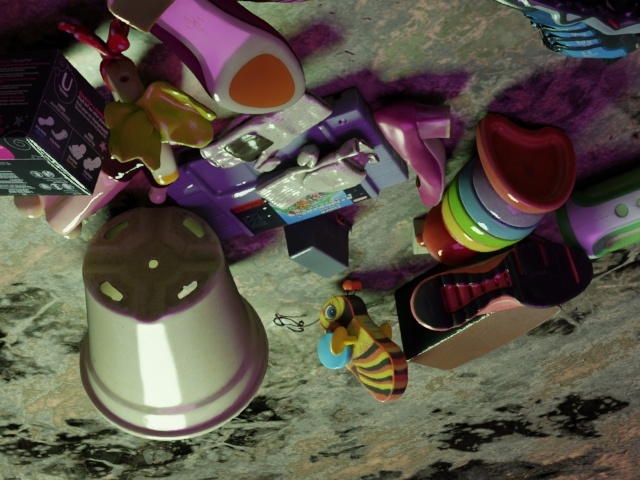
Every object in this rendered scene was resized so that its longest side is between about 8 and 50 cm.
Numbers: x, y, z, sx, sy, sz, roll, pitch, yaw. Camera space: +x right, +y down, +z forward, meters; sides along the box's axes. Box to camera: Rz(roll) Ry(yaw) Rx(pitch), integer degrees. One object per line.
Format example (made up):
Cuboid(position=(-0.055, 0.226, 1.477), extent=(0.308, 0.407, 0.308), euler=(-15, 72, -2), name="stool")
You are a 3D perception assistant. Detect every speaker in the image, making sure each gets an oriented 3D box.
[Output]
Cuboid(position=(0.552, -0.067, 1.997), extent=(0.297, 0.131, 0.131), euler=(-23, 144, 26), name="speaker")

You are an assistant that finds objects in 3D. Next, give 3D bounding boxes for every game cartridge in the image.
Cuboid(position=(-0.059, -0.109, 1.900), extent=(0.355, 0.068, 0.230), euler=(-17, 142, 18), name="game cartridge")

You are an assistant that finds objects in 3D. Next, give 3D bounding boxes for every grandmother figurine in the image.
Cuboid(position=(-0.314, -0.118, 1.800), extent=(0.208, 0.104, 0.342), euler=(25, 138, -31), name="grandmother figurine")

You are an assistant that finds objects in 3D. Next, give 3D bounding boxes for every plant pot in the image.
Cuboid(position=(-0.260, 0.117, 1.983), extent=(0.334, 0.333, 0.305), euler=(-4, 145, -2), name="plant pot")

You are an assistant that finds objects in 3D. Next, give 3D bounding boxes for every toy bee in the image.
Cuboid(position=(0.052, 0.165, 2.246), extent=(0.298, 0.195, 0.162), euler=(27, 107, 10), name="toy bee")

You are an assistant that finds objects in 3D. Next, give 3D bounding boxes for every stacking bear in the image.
Cuboid(position=(0.268, -0.055, 1.954), extent=(0.176, 0.164, 0.289), euler=(10, 150, -23), name="stacking bear")

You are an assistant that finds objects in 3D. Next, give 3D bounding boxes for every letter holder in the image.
Cuboid(position=(0.325, 0.125, 2.252), extent=(0.214, 0.152, 0.302), euler=(19, 141, -37), name="letter holder")

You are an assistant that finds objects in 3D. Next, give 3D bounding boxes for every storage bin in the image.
Cuboid(position=(0.000, 0.000, 2.051), extent=(0.098, 0.091, 0.135), euler=(-26, 144, 29), name="storage bin")

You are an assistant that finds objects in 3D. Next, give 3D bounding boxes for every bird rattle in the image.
Cuboid(position=(-0.254, -0.180, 1.580), extent=(0.143, 0.253, 0.207), euler=(-32, 151, -16), name="bird rattle")

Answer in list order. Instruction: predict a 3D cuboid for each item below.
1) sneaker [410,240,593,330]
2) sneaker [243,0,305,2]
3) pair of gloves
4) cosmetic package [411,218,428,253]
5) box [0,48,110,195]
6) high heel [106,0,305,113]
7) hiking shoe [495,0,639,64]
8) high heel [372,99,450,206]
Cuboid(position=(0.302, 0.065, 2.031), extent=(0.314, 0.115, 0.136), euler=(-12, -175, 1), name="sneaker")
Cuboid(position=(-0.034, -0.370, 1.476), extent=(0.128, 0.087, 0.221), euler=(0, 161, -25), name="sneaker")
Cuboid(position=(-0.040, -0.125, 1.785), extent=(0.204, 0.042, 0.240), euler=(-21, 146, 24), name="pair of gloves")
Cuboid(position=(0.221, -0.010, 2.116), extent=(0.115, 0.041, 0.060), euler=(-5, 149, -1), name="cosmetic package")
Cuboid(position=(-0.431, -0.156, 1.628), extent=(0.247, 0.142, 0.163), euler=(1, 154, 26), name="box")
Cuboid(position=(-0.158, -0.294, 1.513), extent=(0.127, 0.181, 0.377), euler=(-39, 144, 13), name="high heel")
Cuboid(position=(0.324, -0.299, 1.596), extent=(0.304, 0.113, 0.132), euler=(11, 144, -25), name="hiking shoe")
Cuboid(position=(0.140, -0.132, 1.876), extent=(0.117, 0.082, 0.244), euler=(1, 152, 3), name="high heel")
